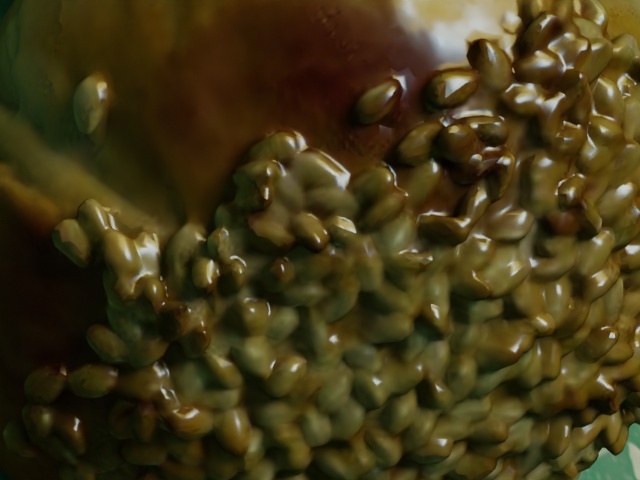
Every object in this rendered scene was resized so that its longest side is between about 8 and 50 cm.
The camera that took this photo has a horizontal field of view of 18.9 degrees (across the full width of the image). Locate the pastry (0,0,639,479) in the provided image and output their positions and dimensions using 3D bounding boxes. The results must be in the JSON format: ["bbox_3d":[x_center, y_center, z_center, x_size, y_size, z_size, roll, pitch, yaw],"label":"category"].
[{"bbox_3d":[0.000,0.000,0.939,0.409,0.409,0.245,31,21,-27],"label":"pastry"}]
